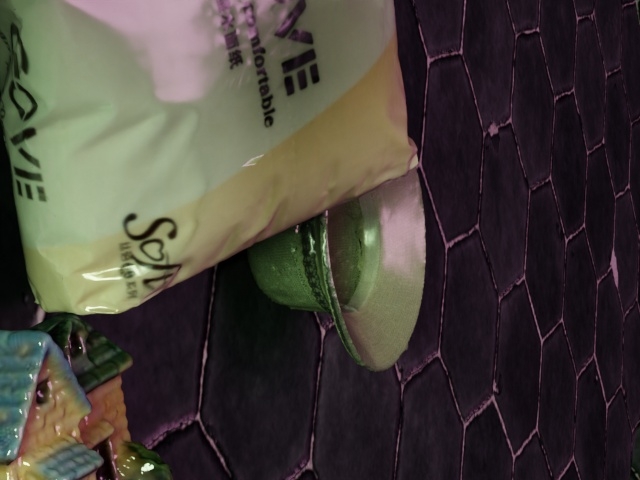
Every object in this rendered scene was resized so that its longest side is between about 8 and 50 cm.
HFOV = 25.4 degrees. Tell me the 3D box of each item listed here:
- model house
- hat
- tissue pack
[{"bbox_3d":[-0.192,0.118,0.895,0.183,0.166,0.172,-23,105,-66],"label":"model house"},{"bbox_3d":[0.000,0.000,1.370,0.257,0.130,0.257,-2,90,-67],"label":"hat"},{"bbox_3d":[-0.095,-0.163,1.027,0.390,0.195,0.375,-32,126,-38],"label":"tissue pack"}]
